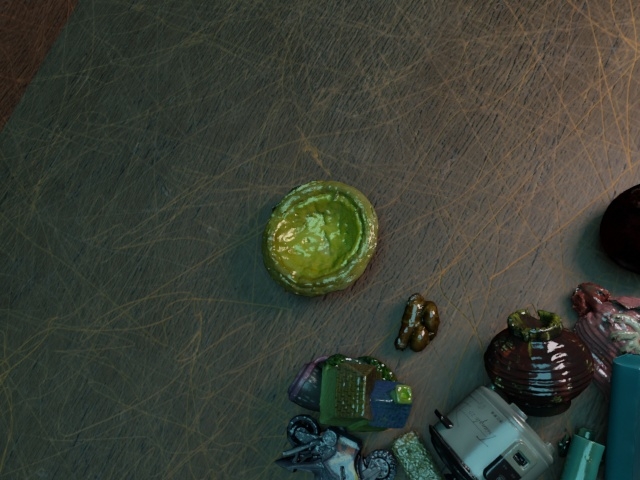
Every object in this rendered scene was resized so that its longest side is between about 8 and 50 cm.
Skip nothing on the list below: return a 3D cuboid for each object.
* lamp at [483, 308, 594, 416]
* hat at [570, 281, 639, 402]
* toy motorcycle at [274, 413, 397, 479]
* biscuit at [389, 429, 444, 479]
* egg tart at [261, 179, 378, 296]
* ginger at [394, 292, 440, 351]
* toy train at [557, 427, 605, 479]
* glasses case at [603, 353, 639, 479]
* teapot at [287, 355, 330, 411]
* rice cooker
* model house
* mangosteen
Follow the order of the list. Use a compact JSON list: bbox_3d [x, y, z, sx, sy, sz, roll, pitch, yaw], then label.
[{"bbox_3d":[0.506,0.278,1.228,0.247,0.247,0.246,-4,75,14],"label":"lamp"},{"bbox_3d":[0.706,0.221,1.249,0.237,0.107,0.286,-40,63,24],"label":"hat"},{"bbox_3d":[0.036,0.569,1.342,0.308,0.108,0.173,17,86,20],"label":"toy motorcycle"},{"bbox_3d":[0.244,0.559,1.307,0.082,0.070,0.168,-28,68,-9],"label":"biscuit"},{"bbox_3d":[0.000,0.000,1.481,0.346,0.132,0.345,-4,75,13],"label":"egg tart"},{"bbox_3d":[0.264,0.226,1.390,0.103,0.073,0.162,18,87,32],"label":"ginger"},{"bbox_3d":[0.573,0.547,1.180,0.101,0.159,0.248,16,82,23],"label":"toy train"},{"bbox_3d":[0.683,0.409,1.168,0.070,0.117,0.300,5,96,46],"label":"glasses case"},{"bbox_3d":[0.001,0.397,1.408,0.146,0.148,0.116,32,122,7],"label":"teapot"},{"bbox_3d":[0.379,0.480,1.204,0.227,0.241,0.280,-41,96,-2],"label":"rice cooker"},{"bbox_3d":[0.125,0.370,1.290,0.214,0.189,0.194,13,69,-13],"label":"model house"},{"bbox_3d":[0.779,-0.043,1.220,0.236,0.261,0.235,-15,56,24],"label":"mangosteen"}]
